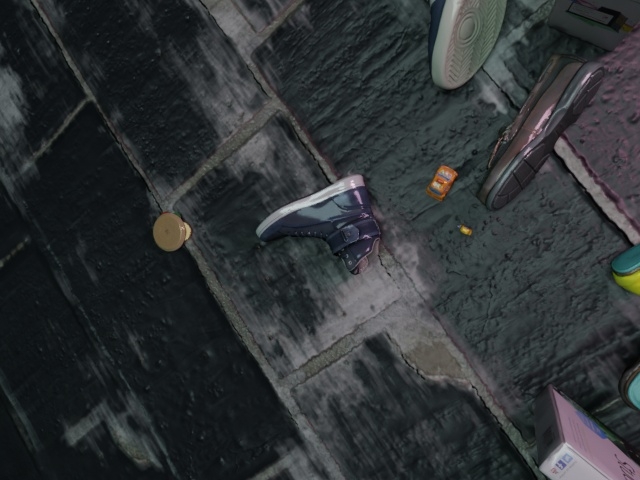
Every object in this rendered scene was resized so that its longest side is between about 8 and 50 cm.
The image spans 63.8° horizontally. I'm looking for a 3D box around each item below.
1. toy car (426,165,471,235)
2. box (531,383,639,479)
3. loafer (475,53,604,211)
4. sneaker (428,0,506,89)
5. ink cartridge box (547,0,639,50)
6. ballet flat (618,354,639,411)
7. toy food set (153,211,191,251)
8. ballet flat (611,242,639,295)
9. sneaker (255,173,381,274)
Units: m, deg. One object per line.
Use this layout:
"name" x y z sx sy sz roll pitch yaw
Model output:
"toy car" 0.228 -0.069 0.866 0.060 0.040 0.122 -43 79 17
"box" 0.448 0.357 0.710 0.322 0.232 0.058 39 106 13
"loafer" 0.327 -0.170 0.811 0.084 0.096 0.267 42 99 33
"sneaker" 0.201 -0.421 0.797 0.148 0.131 0.350 36 133 43
"ink cartridge box" 0.410 -0.391 0.658 0.117 0.278 0.201 30 103 12
"ballet flat" 0.541 0.134 0.736 0.280 0.096 0.095 -47 74 18
"toy food set" -0.314 -0.019 1.074 0.082 0.020 0.083 47 107 12
"ballet flat" 0.542 0.001 0.749 0.231 0.077 0.077 -41 101 20
"sneaker" 0.000 0.000 0.928 0.226 0.086 0.163 -24 82 18
